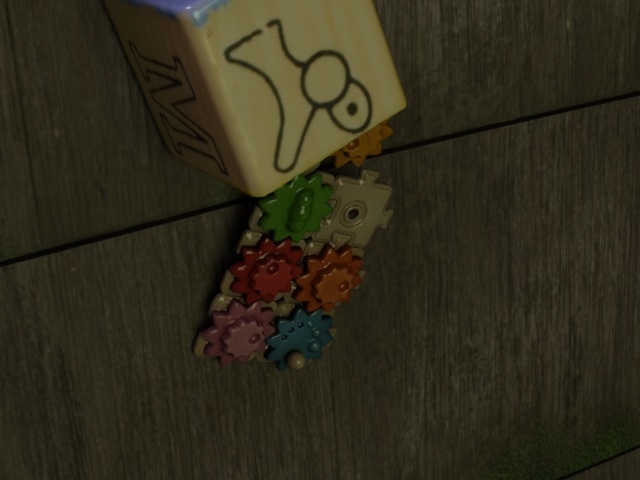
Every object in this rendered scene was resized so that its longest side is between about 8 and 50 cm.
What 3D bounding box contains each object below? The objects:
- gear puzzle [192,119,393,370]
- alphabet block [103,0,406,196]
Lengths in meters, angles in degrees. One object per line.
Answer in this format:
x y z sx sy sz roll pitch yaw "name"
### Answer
0.000 0.000 1.444 0.175 0.044 0.339 9 116 -35 "gear puzzle"
-0.064 -0.185 1.296 0.192 0.193 0.197 -32 121 -19 "alphabet block"
